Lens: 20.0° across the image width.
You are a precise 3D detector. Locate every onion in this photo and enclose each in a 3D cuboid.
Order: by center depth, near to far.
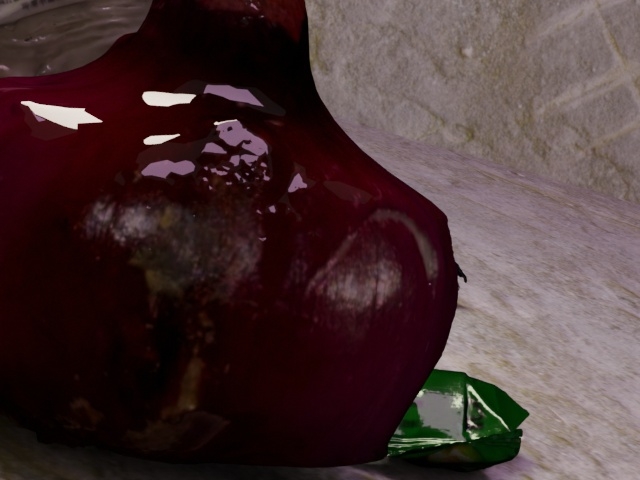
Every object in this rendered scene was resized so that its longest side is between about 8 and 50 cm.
[{"bbox_3d":[-0.080,-0.055,1.277,0.398,0.420,0.398,15,-1,0],"label":"onion"}]

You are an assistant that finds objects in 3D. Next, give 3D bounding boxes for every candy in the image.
[{"bbox_3d":[0.100,0.140,1.467,0.141,0.078,0.203,17,4,4],"label":"candy"}]

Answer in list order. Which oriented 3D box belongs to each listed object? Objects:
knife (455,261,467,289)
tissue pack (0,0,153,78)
[{"bbox_3d":[-0.002,0.005,2.168,0.365,0.043,0.089,17,-23,20],"label":"knife"},{"bbox_3d":[-0.281,-0.122,1.538,0.375,0.195,0.390,-16,-6,-15],"label":"tissue pack"}]
